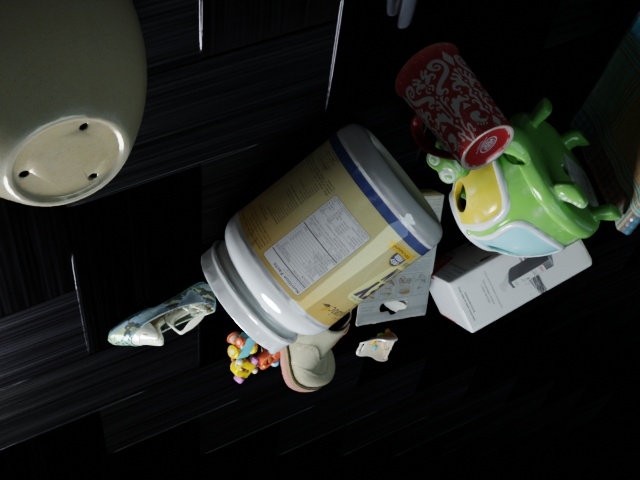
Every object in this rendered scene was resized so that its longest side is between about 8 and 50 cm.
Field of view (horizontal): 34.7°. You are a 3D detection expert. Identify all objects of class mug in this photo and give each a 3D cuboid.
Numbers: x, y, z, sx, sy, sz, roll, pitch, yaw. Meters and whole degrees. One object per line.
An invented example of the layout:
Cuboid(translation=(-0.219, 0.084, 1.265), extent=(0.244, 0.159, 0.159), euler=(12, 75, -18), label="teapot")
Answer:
Cuboid(translation=(0.203, -0.185, 1.522), extent=(0.113, 0.169, 0.150), euler=(-29, 151, -8), label="mug")

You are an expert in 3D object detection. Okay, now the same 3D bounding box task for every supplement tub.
Cuboid(translation=(0.000, 0.000, 1.549), extent=(0.316, 0.228, 0.228), euler=(-38, 151, 11), label="supplement tub")

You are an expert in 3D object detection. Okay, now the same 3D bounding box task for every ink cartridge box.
Cuboid(translation=(0.123, 0.025, 1.778), extent=(0.181, 0.056, 0.224), euler=(-5, 109, -41), label="ink cartridge box")
Cuboid(translation=(0.357, 0.050, 1.999), extent=(0.273, 0.114, 0.197), euler=(-28, -169, -7), label="ink cartridge box")

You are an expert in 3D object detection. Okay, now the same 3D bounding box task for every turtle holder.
Cuboid(translation=(0.334, -0.083, 1.737), extent=(0.227, 0.243, 0.320), euler=(-30, 170, 29), label="turtle holder")

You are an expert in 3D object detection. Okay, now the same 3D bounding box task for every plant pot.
Cuboid(translation=(-0.297, -0.147, 1.073), extent=(0.284, 0.191, 0.284), euler=(-24, 151, -14), label="plant pot")

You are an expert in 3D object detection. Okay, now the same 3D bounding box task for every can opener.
Cuboid(translation=(0.112, -0.340, 1.309), extent=(0.073, 0.059, 0.186), euler=(-18, 149, -15), label="can opener")

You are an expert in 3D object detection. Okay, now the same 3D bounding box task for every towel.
Cuboid(translation=(0.539, -0.224, 1.700), extent=(0.040, 0.271, 0.370), euler=(0, 142, -18), label="towel")

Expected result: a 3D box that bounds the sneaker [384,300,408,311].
Cuboid(translation=(0.157, 0.083, 1.951), extent=(0.086, 0.085, 0.237), euler=(-62, 175, -8), label="sneaker")

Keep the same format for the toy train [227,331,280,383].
Cuboid(translation=(-0.126, 0.200, 1.930), extent=(0.125, 0.046, 0.166), euler=(-39, 149, -20), label="toy train")

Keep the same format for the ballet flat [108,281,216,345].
Cuboid(translation=(-0.255, 0.134, 1.676), extent=(0.188, 0.070, 0.070), euler=(-30, 151, -4), label="ballet flat")

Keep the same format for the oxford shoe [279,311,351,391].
Cuboid(translation=(-0.008, 0.174, 1.860), extent=(0.147, 0.140, 0.397), euler=(-9, 153, 8), label="oxford shoe")

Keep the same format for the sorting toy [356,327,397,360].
Cuboid(translation=(0.116, 0.226, 2.207), extent=(0.075, 0.045, 0.083), euler=(-10, 145, -22), label="sorting toy")
